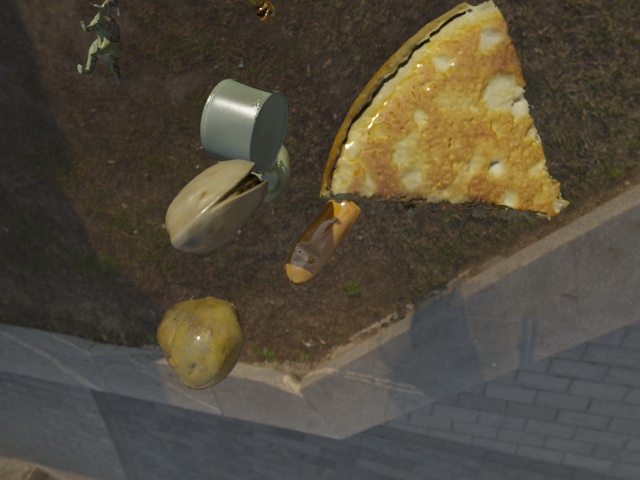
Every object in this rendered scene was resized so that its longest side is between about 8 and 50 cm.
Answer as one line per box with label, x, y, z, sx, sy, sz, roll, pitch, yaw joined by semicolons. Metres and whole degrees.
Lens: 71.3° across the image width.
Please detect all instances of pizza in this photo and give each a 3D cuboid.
pizza;0.245;-0.153;0.790;0.406;0.130;0.439;39;88;-7

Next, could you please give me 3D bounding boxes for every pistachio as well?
pistachio;-0.209;-0.071;0.904;0.137;0.238;0.153;53;155;-20

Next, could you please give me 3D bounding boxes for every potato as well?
potato;-0.179;0.155;0.690;0.176;0.137;0.137;26;149;56

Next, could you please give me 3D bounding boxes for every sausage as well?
sausage;0.000;0.000;1.580;0.134;0.116;0.353;39;95;1

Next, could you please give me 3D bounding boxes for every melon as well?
melon;-0.237;-0.258;1.597;0.308;0.272;0.271;36;149;50

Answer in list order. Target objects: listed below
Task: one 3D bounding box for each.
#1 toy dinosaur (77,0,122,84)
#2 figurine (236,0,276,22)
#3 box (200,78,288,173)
toy dinosaur;-0.679;-0.639;1.410;0.077;0.162;0.294;27;121;4
figurine;-0.212;-0.823;1.501;0.122;0.122;0.176;-13;134;34
box;-0.203;-0.311;1.218;0.150;0.226;0.226;20;130;12
